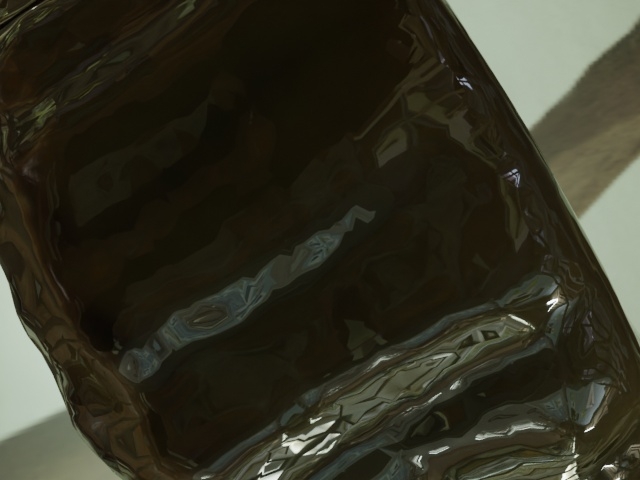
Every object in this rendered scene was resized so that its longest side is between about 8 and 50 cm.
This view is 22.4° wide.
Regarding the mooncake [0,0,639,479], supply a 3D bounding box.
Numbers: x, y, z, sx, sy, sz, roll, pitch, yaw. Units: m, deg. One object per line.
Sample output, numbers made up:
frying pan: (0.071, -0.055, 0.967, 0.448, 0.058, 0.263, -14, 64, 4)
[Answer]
mooncake: (0.000, 0.000, 0.585, 0.161, 0.290, 0.290, -32, -103, 6)
